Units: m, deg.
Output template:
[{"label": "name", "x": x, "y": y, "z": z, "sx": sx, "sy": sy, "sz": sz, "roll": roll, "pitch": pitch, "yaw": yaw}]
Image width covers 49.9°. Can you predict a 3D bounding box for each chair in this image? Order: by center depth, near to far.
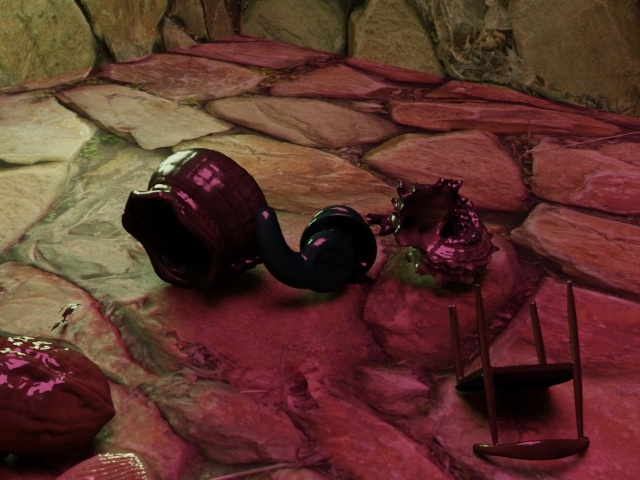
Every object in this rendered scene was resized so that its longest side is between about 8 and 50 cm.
[{"label": "chair", "x": 0.321, "y": 0.218, "z": 1.126, "sx": 0.188, "sy": 0.166, "sz": 0.272, "roll": -1, "pitch": 71, "yaw": -6}]

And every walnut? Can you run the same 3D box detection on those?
[{"label": "walnut", "x": -0.425, "y": 0.238, "z": 1.039, "sx": 0.230, "sy": 0.178, "sz": 0.178, "roll": 16, "pitch": 27, "yaw": -11}]

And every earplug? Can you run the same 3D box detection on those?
[{"label": "earplug", "x": -0.007, "y": 0.004, "z": 1.455, "sx": 0.257, "sy": 0.164, "sz": 0.280, "roll": 17, "pitch": 25, "yaw": 3}]

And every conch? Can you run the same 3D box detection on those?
[{"label": "conch", "x": 0.247, "y": -0.010, "z": 1.485, "sx": 0.186, "sy": 0.313, "sz": 0.241, "roll": -27, "pitch": 41, "yaw": 41}]

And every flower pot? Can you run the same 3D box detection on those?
[{"label": "flower pot", "x": -0.249, "y": -0.032, "z": 1.444, "sx": 0.302, "sy": 0.302, "sz": 0.213, "roll": 21, "pitch": 48, "yaw": 32}]

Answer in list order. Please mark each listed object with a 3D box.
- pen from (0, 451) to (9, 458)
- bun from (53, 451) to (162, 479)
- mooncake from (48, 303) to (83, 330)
[{"label": "pen", "x": -0.554, "y": 0.289, "z": 1.083, "sx": 0.204, "sy": 0.025, "sz": 0.025, "roll": 21, "pitch": 34, "yaw": 30}, {"label": "bun", "x": -0.283, "y": 0.360, "z": 0.884, "sx": 0.183, "sy": 0.102, "sz": 0.183, "roll": -14, "pitch": 19, "yaw": 5}, {"label": "mooncake", "x": -0.600, "y": 0.109, "z": 1.390, "sx": 0.346, "sy": 0.057, "sz": 0.150, "roll": 6, "pitch": 41, "yaw": 21}]
